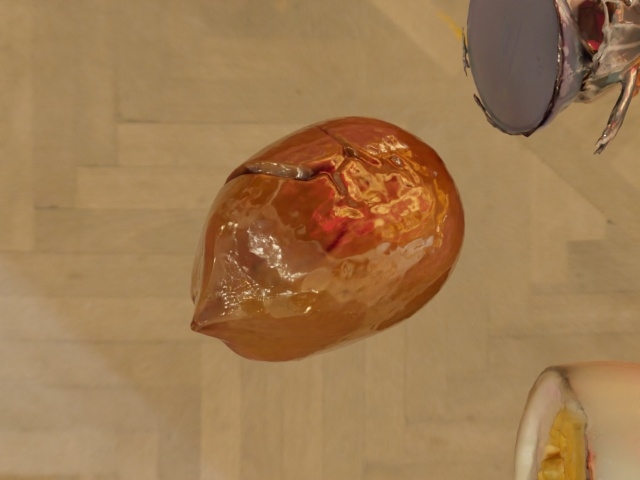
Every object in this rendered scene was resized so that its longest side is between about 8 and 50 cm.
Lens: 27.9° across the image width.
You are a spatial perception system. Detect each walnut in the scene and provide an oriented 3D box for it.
[{"bbox_3d":[0.000,0.000,1.129,0.298,0.203,0.203,-33,92,-38],"label":"walnut"}]

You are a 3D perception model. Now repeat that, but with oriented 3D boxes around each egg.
[{"bbox_3d":[0.444,0.335,1.637,0.340,0.354,0.354,4,93,-6],"label":"egg"}]

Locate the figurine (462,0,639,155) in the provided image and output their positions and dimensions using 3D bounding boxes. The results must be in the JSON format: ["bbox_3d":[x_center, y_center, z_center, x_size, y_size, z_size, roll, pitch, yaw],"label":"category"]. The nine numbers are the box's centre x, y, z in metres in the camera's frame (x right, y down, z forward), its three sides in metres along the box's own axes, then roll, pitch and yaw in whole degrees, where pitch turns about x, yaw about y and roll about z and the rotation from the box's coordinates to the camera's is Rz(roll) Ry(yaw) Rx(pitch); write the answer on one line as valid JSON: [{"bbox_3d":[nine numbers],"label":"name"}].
[{"bbox_3d":[0.375,-0.205,1.311,0.388,0.248,0.276,-7,135,-22],"label":"figurine"}]
